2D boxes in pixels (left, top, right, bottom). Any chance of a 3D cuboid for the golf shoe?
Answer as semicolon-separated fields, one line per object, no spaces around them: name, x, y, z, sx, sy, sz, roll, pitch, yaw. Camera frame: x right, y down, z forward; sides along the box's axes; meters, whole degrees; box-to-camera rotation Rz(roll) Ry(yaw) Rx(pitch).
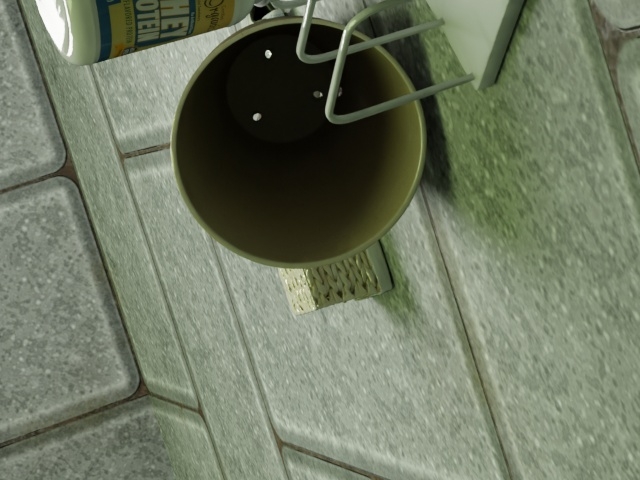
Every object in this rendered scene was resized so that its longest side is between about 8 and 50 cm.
golf shoe;-0.053;-0.227;2.156;0.176;0.069;0.086;-128;31;-46

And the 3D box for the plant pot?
plant pot;-0.031;-0.134;1.942;0.274;0.256;0.256;-105;1;-72

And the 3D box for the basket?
basket;0.000;0.000;2.163;0.113;0.103;0.167;157;95;-73

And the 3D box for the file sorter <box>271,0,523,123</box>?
file sorter;0.038;-0.275;1.620;0.193;0.173;0.278;105;143;-61

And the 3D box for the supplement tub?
supplement tub;-0.141;-0.241;1.571;0.144;0.199;0.144;162;90;-73
